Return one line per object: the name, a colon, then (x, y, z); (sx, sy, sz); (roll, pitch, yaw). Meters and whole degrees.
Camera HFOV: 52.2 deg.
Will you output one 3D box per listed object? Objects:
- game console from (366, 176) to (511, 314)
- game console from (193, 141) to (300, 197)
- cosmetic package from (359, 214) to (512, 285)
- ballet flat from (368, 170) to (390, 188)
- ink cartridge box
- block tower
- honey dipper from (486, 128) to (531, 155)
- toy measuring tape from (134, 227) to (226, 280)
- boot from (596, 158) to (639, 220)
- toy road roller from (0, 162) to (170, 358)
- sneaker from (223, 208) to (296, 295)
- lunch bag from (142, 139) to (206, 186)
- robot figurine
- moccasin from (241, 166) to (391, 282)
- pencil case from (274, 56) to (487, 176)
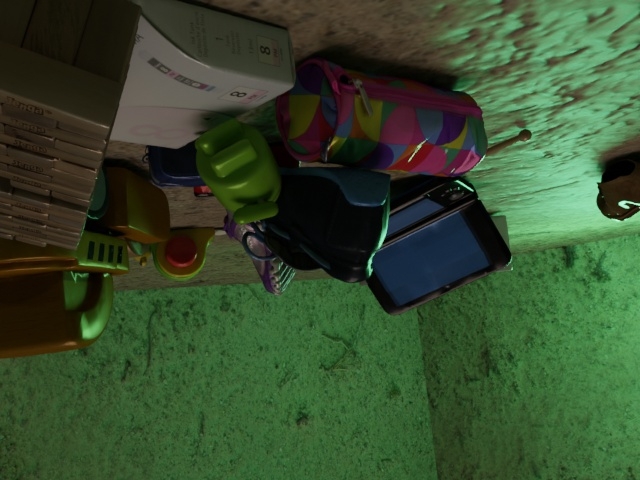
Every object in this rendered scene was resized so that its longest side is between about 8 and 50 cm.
game console: (0.186, 0.020, 1.259); (0.293, 0.173, 0.250); (-28, 164, 21)
game console: (-0.106, -0.109, 0.903); (0.144, 0.085, 0.124); (-5, 142, -10)
cosmetic package: (0.298, 0.031, 1.785); (0.386, 0.156, 0.217); (-7, 175, -3)
ballet flat: (-0.009, -0.051, 1.131); (0.316, 0.107, 0.106); (-10, -160, 40)
ink cartridge box: (-0.167, -0.132, 0.517); (0.232, 0.066, 0.189); (-5, 174, -44)
block tower: (-0.213, -0.077, 0.508); (0.091, 0.097, 0.335); (15, 162, -20)
honey dipper: (0.247, -0.132, 0.970); (0.031, 0.030, 0.161); (-2, 168, -32)
toy measuring tape: (-0.256, 0.030, 1.478); (0.331, 0.121, 0.121); (-4, 172, -20)
boot: (0.592, -0.110, 1.281); (0.115, 0.112, 0.305); (24, 179, 5)
toy road roller: (-0.340, 0.025, 0.850); (0.203, 0.240, 0.329); (-7, 173, 8)
sneaker: (-0.103, -0.012, 1.065); (0.105, 0.236, 0.095); (6, -139, 21)
lunch bag: (-0.154, -0.096, 0.750); (0.099, 0.067, 0.065); (-2, 171, -23)
robot figurine: (-0.073, -0.064, 0.604); (0.067, 0.101, 0.115); (-32, 159, -3)
moccasin: (-0.027, -0.021, 0.726); (0.138, 0.116, 0.342); (3, -176, -12)
pencil case: (0.068, -0.117, 0.656); (0.237, 0.104, 0.104); (-1, 171, -42)
